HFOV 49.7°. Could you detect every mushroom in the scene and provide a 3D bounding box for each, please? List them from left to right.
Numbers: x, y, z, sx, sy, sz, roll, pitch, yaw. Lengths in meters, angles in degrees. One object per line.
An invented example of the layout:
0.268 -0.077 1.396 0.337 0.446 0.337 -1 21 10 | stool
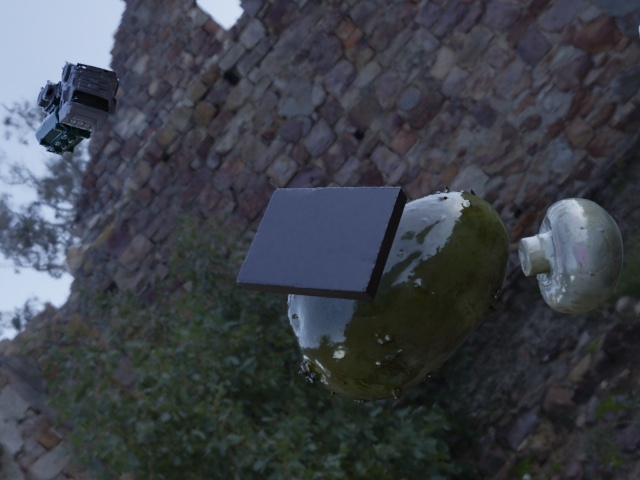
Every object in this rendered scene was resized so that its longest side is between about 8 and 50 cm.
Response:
0.181 0.011 0.501 0.083 0.067 0.084 -3 -90 -88 | mushroom

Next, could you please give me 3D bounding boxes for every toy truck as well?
-0.170 -0.089 0.478 0.083 0.039 0.044 -15 66 52 | toy truck

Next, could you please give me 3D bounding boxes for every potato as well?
0.117 0.078 1.013 0.359 0.219 0.270 -33 44 16 | potato

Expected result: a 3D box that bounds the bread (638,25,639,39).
0.524 -0.236 0.824 0.236 0.198 0.263 -41 25 39 | bread

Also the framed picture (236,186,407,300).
0.000 0.000 0.751 0.168 0.023 0.128 2 59 35 | framed picture
